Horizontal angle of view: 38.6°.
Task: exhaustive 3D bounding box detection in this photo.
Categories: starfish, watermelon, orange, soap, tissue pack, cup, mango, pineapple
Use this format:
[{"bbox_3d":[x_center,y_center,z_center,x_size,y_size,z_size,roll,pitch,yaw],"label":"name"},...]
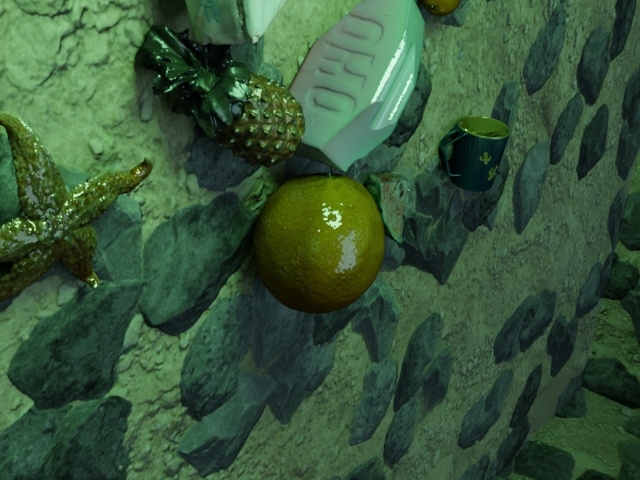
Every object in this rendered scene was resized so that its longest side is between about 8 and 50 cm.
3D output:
[{"bbox_3d":[-0.378,-0.026,1.250,0.375,0.094,0.327,-29,134,-38],"label":"starfish"},{"bbox_3d":[0.149,-0.088,2.028,0.139,0.071,0.187,-54,138,-33],"label":"watermelon"},{"bbox_3d":[0.000,0.000,1.688,0.264,0.264,0.264,-34,135,-42],"label":"orange"},{"bbox_3d":[0.064,-0.290,1.646,0.324,0.192,0.109,-62,148,-9],"label":"soap"},{"bbox_3d":[-0.129,-0.440,1.295,0.201,0.124,0.271,-63,152,-44],"label":"tissue pack"},{"bbox_3d":[0.366,-0.209,2.235,0.176,0.131,0.155,-7,123,-22],"label":"cup"},{"bbox_3d":[0.253,-0.542,1.876,0.105,0.084,0.159,58,41,-71],"label":"mango"},{"bbox_3d":[-0.153,-0.233,1.431,0.310,0.141,0.170,28,70,-49],"label":"pineapple"}]
